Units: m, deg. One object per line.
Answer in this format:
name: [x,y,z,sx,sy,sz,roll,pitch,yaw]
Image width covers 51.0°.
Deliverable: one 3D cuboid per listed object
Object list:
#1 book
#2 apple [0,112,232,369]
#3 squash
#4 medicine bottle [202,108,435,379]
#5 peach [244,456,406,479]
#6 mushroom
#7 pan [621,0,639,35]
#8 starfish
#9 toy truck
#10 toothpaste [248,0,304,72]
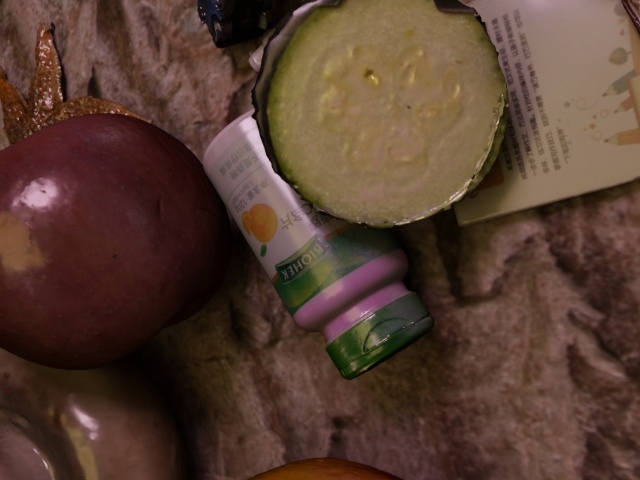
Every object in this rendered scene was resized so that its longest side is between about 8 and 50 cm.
book: [0.237,-0.147,0.601,0.295,0.020,0.208,-15,87,30]
apple: [-0.240,0.009,0.718,0.305,0.305,0.235,-35,91,27]
squash: [0.049,-0.118,0.611,0.220,0.133,0.220,0,96,-3]
medicine bottle: [0.000,0.000,0.685,0.133,0.133,0.274,-38,78,27]
peach: [-0.024,0.361,0.605,0.372,0.372,0.290,-33,81,28]
mushroom: [-0.343,0.296,0.812,0.362,0.294,0.362,3,96,31]
pan: [0.245,-0.227,0.551,0.114,0.040,0.212,-24,68,33]
starfish: [-0.368,-0.155,0.918,0.299,0.060,0.302,-36,77,30]
toy truck: [-0.082,-0.285,0.679,0.088,0.074,0.202,59,156,11]
toothpaste: [-0.005,-0.250,0.722,0.190,0.031,0.048,-37,70,24]
